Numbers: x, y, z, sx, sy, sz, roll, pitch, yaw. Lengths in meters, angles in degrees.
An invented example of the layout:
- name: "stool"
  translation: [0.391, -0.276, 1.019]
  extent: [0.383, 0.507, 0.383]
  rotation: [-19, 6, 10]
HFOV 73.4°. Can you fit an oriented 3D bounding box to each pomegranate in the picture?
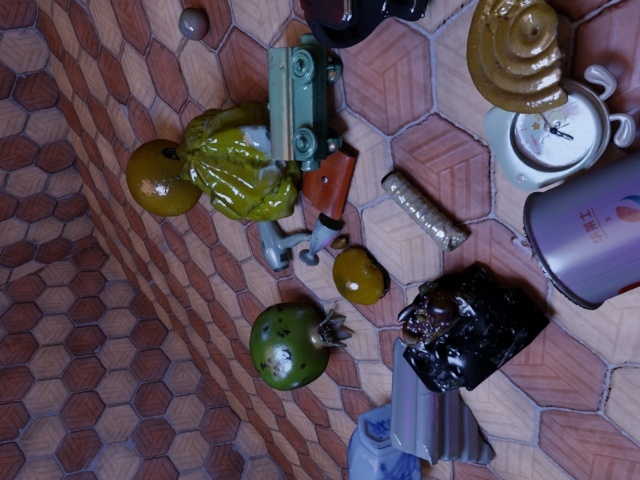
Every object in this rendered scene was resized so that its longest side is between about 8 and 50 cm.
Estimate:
- name: "pomegranate"
  translation: [-0.079, 0.336, 1.377]
  extent: [0.323, 0.291, 0.291]
  rotation: [-16, 104, 53]

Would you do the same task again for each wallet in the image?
- name: "wallet"
  translation: [0.015, -0.164, 1.080]
  extent: [0.142, 0.045, 0.204]
  rotation: [39, 141, 23]

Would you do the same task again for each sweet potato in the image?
- name: "sweet potato"
  translation: [0.051, 0.008, 1.181]
  extent: [0.034, 0.034, 0.095]
  rotation: [60, 156, -3]

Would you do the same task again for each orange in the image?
- name: "orange"
  translation: [-0.550, -0.220, 1.525]
  extent: [0.274, 0.274, 0.274]
  rotation: [30, 136, 33]
- name: "orange"
  translation: [0.094, 0.103, 1.144]
  extent: [0.170, 0.112, 0.160]
  rotation: [2, 118, 36]

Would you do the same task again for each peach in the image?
- name: "peach"
  translation: [-0.343, -0.584, 1.161]
  extent: [0.083, 0.083, 0.083]
  rotation: [30, 136, 33]

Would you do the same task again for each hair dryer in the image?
- name: "hair dryer"
  translation: [-0.118, -0.049, 1.324]
  extent: [0.267, 0.092, 0.229]
  rotation: [-41, 77, 40]

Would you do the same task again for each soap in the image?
- name: "soap"
  translation: [0.327, 0.438, 1.173]
  extent: [0.159, 0.257, 0.302]
  rotation: [-26, 52, 55]

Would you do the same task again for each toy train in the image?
- name: "toy train"
  translation: [-0.050, -0.299, 0.954]
  extent: [0.177, 0.116, 0.285]
  rotation: [12, 112, 36]

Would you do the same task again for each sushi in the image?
- name: "sushi"
  translation: [0.286, 0.174, 0.907]
  extent: [0.212, 0.215, 0.227]
  rotation: [55, 165, 12]

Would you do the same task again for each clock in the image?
- name: "clock"
  translation: [0.359, -0.169, 0.653]
  extent: [0.191, 0.062, 0.151]
  rotation: [-22, 97, 54]

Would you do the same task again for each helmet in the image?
- name: "helmet"
  translation: [0.061, -0.422, 0.706]
  extent: [0.193, 0.189, 0.216]
  rotation: [59, 150, 14]

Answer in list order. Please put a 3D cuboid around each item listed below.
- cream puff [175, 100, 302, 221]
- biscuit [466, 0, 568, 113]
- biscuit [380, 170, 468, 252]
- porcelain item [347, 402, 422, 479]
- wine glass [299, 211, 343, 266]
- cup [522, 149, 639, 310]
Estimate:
- name: "cream puff"
  translation: [-0.238, -0.199, 1.160]
  extent: [0.378, 0.275, 0.378]
  rotation: [31, 138, 32]
- name: "biscuit"
  translation: [0.276, -0.289, 0.628]
  extent: [0.144, 0.033, 0.224]
  rotation: [-10, 89, 53]
- name: "biscuit"
  translation: [0.214, -0.066, 0.910]
  extent: [0.219, 0.055, 0.061]
  rotation: [48, 133, 13]
- name: "porcelain item"
  translation: [0.202, 0.705, 1.353]
  extent: [0.178, 0.242, 0.405]
  rotation: [-126, 28, -52]
- name: "wine glass"
  translation: [0.000, 0.000, 1.177]
  extent: [0.073, 0.073, 0.155]
  rotation: [44, 132, 18]
- name: "cup"
  translation: [0.449, -0.045, 0.553]
  extent: [0.203, 0.203, 0.288]
  rotation: [55, 138, 3]
